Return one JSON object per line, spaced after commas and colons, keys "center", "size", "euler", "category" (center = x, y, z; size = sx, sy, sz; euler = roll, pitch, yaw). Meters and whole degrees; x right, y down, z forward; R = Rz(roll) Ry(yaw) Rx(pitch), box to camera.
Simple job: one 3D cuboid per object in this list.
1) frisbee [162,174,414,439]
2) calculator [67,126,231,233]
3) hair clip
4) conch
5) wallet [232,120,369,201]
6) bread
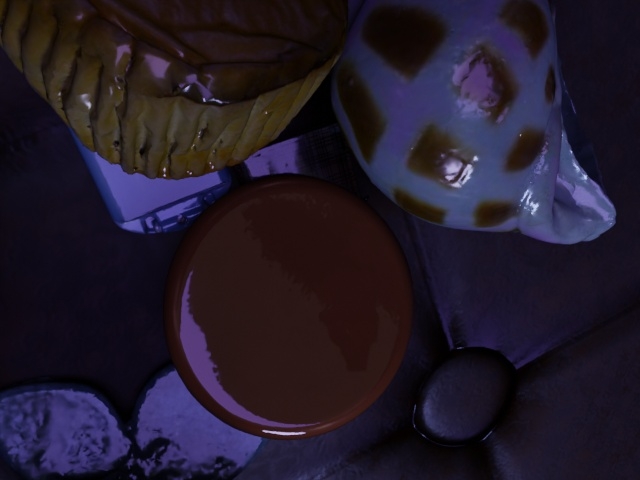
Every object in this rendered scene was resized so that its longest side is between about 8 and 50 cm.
{"center": [-0.020, 0.061, 0.492], "size": [0.250, 0.021, 0.251], "euler": [1, 86, -18], "category": "frisbee"}
{"center": [-0.162, -0.106, 0.471], "size": [0.121, 0.039, 0.211], "euler": [-24, 111, -11], "category": "calculator"}
{"center": [-0.178, 0.306, 0.488], "size": [0.317, 0.238, 0.393], "euler": [7, 105, -16], "category": "hair clip"}
{"center": [0.119, -0.147, 0.466], "size": [0.249, 0.197, 0.368], "euler": [-39, 113, -43], "category": "conch"}
{"center": [0.000, 0.000, 0.550], "size": [0.124, 0.042, 0.230], "euler": [-21, 107, -10], "category": "wallet"}
{"center": [-0.113, -0.176, 0.367], "size": [0.227, 0.142, 0.253], "euler": [-41, 89, -26], "category": "bread"}
